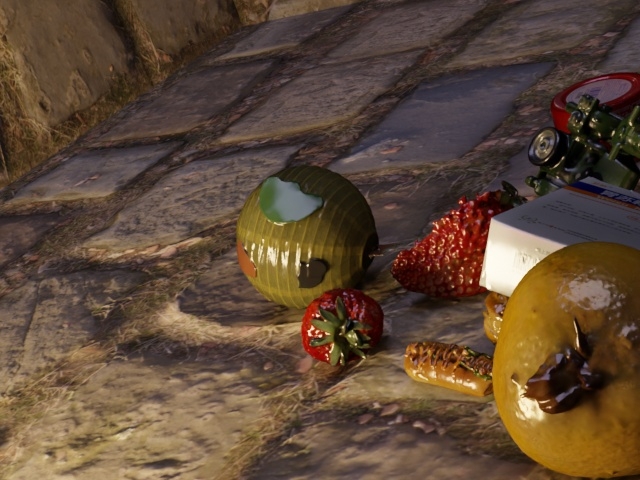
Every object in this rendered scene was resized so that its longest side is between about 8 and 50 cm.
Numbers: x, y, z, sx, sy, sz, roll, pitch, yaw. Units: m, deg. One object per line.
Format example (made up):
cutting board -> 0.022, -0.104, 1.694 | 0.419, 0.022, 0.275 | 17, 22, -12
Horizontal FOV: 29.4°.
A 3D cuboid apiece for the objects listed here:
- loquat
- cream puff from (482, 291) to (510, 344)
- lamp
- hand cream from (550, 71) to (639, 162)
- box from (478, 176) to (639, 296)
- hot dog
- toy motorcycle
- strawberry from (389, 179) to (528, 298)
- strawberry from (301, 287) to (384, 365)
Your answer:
loquat -> 0.318, 0.143, 1.388 | 0.275, 0.275, 0.275 | -18, 22, 7
cream puff -> 0.293, 0.104, 1.709 | 0.133, 0.104, 0.119 | -7, 22, -19
lamp -> 0.000, 0.000, 2.063 | 0.284, 0.250, 0.250 | 11, 33, 20
hand cream -> 0.526, -0.220, 2.246 | 0.193, 0.125, 0.193 | -15, 22, 6
box -> 0.382, 0.012, 1.673 | 0.200, 0.106, 0.299 | 21, 26, 33
hot dog -> 0.185, 0.174, 1.708 | 0.072, 0.055, 0.188 | -37, 28, -32
toy motorcycle -> 0.465, -0.129, 2.014 | 0.275, 0.127, 0.205 | 38, 104, 51
strawberry -> 0.245, 0.025, 1.925 | 0.236, 0.175, 0.107 | -48, 49, 21
strawberry -> 0.035, 0.122, 1.875 | 0.131, 0.131, 0.148 | -15, 30, 14
